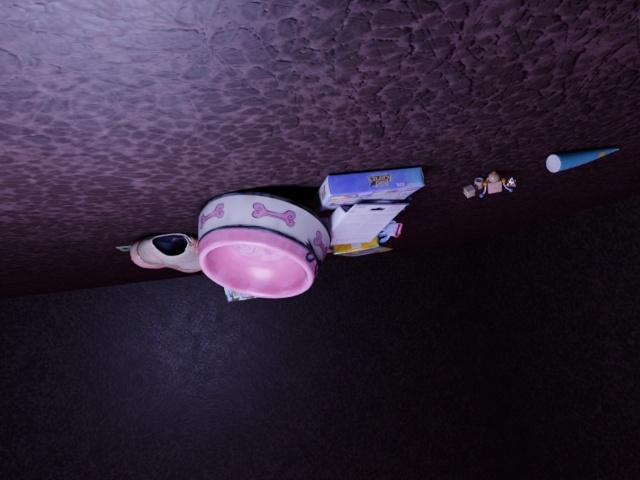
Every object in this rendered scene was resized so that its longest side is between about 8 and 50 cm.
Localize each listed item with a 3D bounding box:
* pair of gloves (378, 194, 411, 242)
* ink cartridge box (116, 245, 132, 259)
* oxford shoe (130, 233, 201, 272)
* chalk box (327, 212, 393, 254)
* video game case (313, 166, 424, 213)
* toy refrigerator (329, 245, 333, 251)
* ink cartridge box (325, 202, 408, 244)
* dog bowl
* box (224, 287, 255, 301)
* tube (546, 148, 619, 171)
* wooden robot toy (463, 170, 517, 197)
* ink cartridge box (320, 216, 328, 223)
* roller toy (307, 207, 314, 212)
[{"bbox_3d":[0.247,-0.085,1.430,0.023,0.198,0.159,21,175,-15],"label":"pair of gloves"},{"bbox_3d":[-0.725,0.053,1.803,0.210,0.062,0.109,-6,173,-10],"label":"ink cartridge box"},{"bbox_3d":[-0.522,0.044,1.700,0.147,0.140,0.397,-23,167,37],"label":"oxford shoe"},{"bbox_3d":[0.169,-0.040,1.662,0.179,0.180,0.289,-11,173,23],"label":"chalk box"},{"bbox_3d":[0.131,-0.144,1.279,0.270,0.061,0.244,-7,174,-11],"label":"video game case"},{"bbox_3d":[0.000,0.000,2.052,0.095,0.102,0.269,-10,172,7],"label":"toy refrigerator"},{"bbox_3d":[0.127,-0.065,1.360,0.224,0.045,0.224,-3,149,-36],"label":"ink cartridge box"},{"bbox_3d":[-0.179,0.036,1.296,0.409,0.150,0.407,6,147,4],"label":"dog bowl"},{"bbox_3d":[-0.260,0.063,1.536,0.201,0.292,0.057,-9,-166,6],"label":"box"},{"bbox_3d":[0.779,-0.248,1.296,0.207,0.052,0.080,-13,-177,-14],"label":"tube"},{"bbox_3d":[0.556,-0.199,1.415,0.174,0.076,0.079,-10,137,12],"label":"wooden robot toy"},{"bbox_3d":[-0.011,-0.050,1.818,0.104,0.060,0.180,-5,172,-19],"label":"ink cartridge box"},{"bbox_3d":[-0.087,-0.013,1.519,0.147,0.190,0.209,-9,172,12],"label":"roller toy"}]
